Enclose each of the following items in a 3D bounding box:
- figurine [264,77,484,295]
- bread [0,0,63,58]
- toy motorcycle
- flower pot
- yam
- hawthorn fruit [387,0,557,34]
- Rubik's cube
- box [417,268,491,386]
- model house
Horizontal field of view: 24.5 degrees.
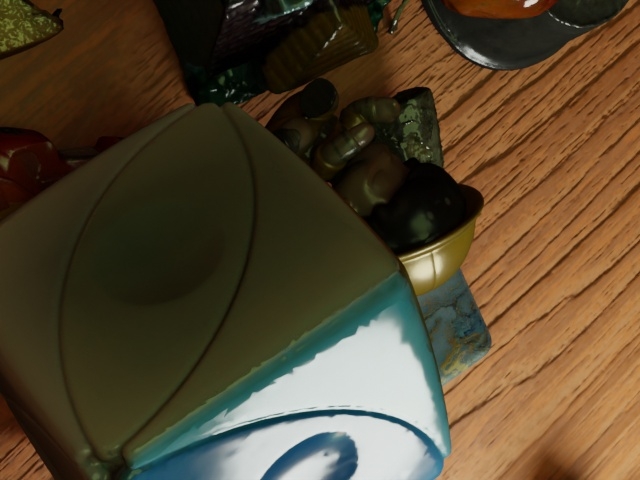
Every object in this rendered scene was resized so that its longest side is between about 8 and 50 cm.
[{"bbox_3d":[0.047,-0.051,1.565,0.257,0.167,0.192,45,45,-5],"label":"figurine"},{"bbox_3d":[-0.379,-0.226,1.403,0.260,0.129,0.134,30,91,-28],"label":"bread"},{"bbox_3d":[-0.311,-0.049,1.490,0.298,0.089,0.171,6,97,-29],"label":"toy motorcycle"},{"bbox_3d":[0.262,-0.326,1.717,0.269,0.166,0.269,-7,103,-29],"label":"flower pot"},{"bbox_3d":[0.095,-0.082,1.703,0.107,0.107,0.183,-12,102,-27],"label":"yam"},{"bbox_3d":[0.151,-0.303,1.604,0.165,0.285,0.165,5,82,-33],"label":"hawthorn fruit"},{"bbox_3d":[-0.111,0.124,1.425,0.351,0.347,0.352,-35,141,-14],"label":"Rubik's cube"},{"bbox_3d":[0.075,0.146,1.766,0.285,0.044,0.142,-33,109,-20],"label":"box"},{"bbox_3d":[-0.009,-0.269,1.527,0.280,0.249,0.230,-31,113,-21],"label":"model house"}]
